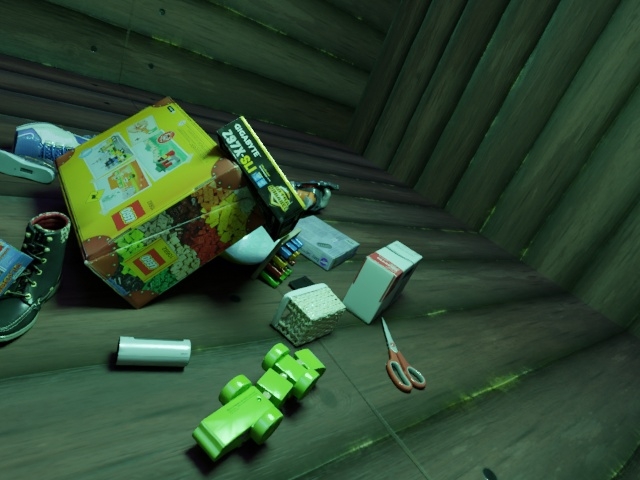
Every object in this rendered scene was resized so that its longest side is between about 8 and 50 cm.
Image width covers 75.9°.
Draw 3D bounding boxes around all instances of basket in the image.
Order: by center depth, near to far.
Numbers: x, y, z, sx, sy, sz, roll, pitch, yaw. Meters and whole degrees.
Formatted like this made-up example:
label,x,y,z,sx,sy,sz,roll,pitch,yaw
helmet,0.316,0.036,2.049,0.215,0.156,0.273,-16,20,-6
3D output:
label,x,y,z,sx,sy,sz,roll,pitch,yaw
basket,-0.028,0.198,1.098,0.103,0.113,0.167,42,28,28

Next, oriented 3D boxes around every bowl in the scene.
label,x,y,z,sx,sy,sz,roll,pitch,yaw
bowl,-0.279,-0.056,1.305,0.156,0.290,0.289,-14,-5,40

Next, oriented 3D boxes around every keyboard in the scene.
label,x,y,z,sx,sy,sz,roll,pitch,yaw
keyboard,-0.007,0.173,1.285,0.180,0.023,0.108,38,33,28

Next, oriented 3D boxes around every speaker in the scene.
label,x,y,z,sx,sy,sz,roll,pitch,yaw
speaker,-0.334,0.223,0.820,0.136,0.055,0.055,10,26,-28

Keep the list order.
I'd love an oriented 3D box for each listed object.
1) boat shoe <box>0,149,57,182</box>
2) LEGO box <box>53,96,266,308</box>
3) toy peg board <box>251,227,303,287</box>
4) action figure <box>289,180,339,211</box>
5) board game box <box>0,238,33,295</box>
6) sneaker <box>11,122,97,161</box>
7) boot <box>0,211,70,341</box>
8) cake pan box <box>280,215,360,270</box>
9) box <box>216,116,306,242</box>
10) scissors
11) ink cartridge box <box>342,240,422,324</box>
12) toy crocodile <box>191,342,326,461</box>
label,x,y,z,sx,sy,sz,roll,pitch,yaw
boat shoe,-0.907,-0.232,1.257,0.183,0.065,0.083,22,21,-23
LEGO box,-0.435,-0.133,1.074,0.372,0.193,0.500,-35,49,-12
toy peg board,-0.112,0.060,1.275,0.079,0.161,0.161,42,25,2
action figure,-0.103,-0.187,1.879,0.341,0.179,0.330,4,6,28
board game box,-0.629,0.077,0.709,0.136,0.201,0.035,29,-20,10
sneaker,-0.825,-0.291,1.373,0.182,0.127,0.315,36,24,32
boot,-0.565,0.061,0.789,0.085,0.179,0.236,19,22,-14
cake pan box,0.000,0.000,1.611,0.245,0.070,0.267,33,25,16
box,-0.156,-0.136,1.063,0.257,0.079,0.322,56,-12,2
scissors,0.203,0.313,1.181,0.109,0.021,0.297,10,28,-26
ink cartridge box,0.209,0.130,1.359,0.114,0.197,0.273,34,25,19
toy crocodile,-0.104,0.310,0.815,0.115,0.105,0.340,33,29,20
